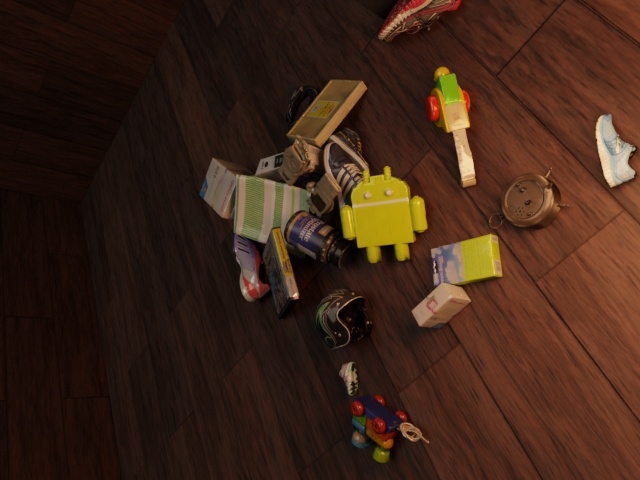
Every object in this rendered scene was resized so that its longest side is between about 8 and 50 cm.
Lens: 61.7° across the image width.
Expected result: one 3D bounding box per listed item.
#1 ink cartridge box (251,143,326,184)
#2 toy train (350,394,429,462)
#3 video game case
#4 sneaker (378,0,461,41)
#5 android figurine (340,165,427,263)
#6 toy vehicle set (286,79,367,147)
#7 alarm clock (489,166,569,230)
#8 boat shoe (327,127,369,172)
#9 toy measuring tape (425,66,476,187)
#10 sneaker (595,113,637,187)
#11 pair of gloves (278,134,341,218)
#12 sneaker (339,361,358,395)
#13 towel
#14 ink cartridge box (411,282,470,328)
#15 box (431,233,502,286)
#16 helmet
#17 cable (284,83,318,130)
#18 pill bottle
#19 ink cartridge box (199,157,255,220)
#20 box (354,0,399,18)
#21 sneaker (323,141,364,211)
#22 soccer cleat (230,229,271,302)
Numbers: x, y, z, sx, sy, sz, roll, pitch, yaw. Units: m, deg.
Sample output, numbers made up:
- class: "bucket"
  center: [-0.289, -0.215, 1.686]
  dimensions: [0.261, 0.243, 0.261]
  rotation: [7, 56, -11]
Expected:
- class: "ink cartridge box"
  center: [-0.093, -0.253, 1.874]
  dimensions: [0.332, 0.165, 0.065]
  rotation: [-8, 75, 46]
- class: "toy train"
  center: [0.179, 0.537, 1.447]
  dimensions: [0.248, 0.105, 0.144]
  rotation: [25, 111, 48]
- class: "video game case"
  center: [-0.140, 0.117, 1.819]
  dimensions: [0.275, 0.035, 0.248]
  rotation: [122, 134, -65]
- class: "sneaker"
  center: [0.282, -0.669, 1.601]
  dimensions: [0.299, 0.112, 0.121]
  rotation: [-14, 45, 59]
- class: "android figurine"
  center: [0.178, -0.072, 1.533]
  dimensions: [0.248, 0.056, 0.273]
  rotation: [-4, 97, 21]
- class: "toy vehicle set"
  center: [0.018, -0.431, 1.801]
  dimensions: [0.166, 0.035, 0.267]
  rotation: [24, 72, 49]
- class: "alarm clock"
  center: [0.481, -0.083, 1.278]
  dimensions: [0.192, 0.064, 0.129]
  rotation: [-37, 56, 41]
- class: "boat shoe"
  center: [0.111, -0.293, 1.734]
  dimensions: [0.183, 0.083, 0.065]
  rotation: [47, 158, 17]
- class: "toy measuring tape"
  center: [0.356, -0.304, 1.452]
  dimensions: [0.121, 0.121, 0.330]
  rotation: [-13, 90, 46]
- class: "sneaker"
  center: [0.634, -0.196, 1.146]
  dimensions: [0.073, 0.063, 0.162]
  rotation: [-12, 76, 28]
- class: "pair of gloves"
  center: [-0.032, -0.195, 1.695]
  dimensions: [0.240, 0.042, 0.204]
  rotation: [50, 150, 12]
- class: "sneaker"
  center: [0.079, 0.421, 1.628]
  dimensions: [0.069, 0.038, 0.098]
  rotation: [-19, 58, 46]
- class: "towel"
  center: [-0.174, -0.091, 1.898]
  dimensions: [0.324, 0.038, 0.248]
  rotation: [18, 115, 28]
- class: "ink cartridge box"
  center: [0.312, 0.170, 1.384]
  dimensions: [0.122, 0.088, 0.052]
  rotation: [-48, 47, 29]
- class: "box"
  center: [0.372, 0.056, 1.378]
  dimensions: [0.178, 0.042, 0.109]
  rotation: [-18, 68, 45]
- class: "helmet"
  center: [0.062, 0.228, 1.595]
  dimensions: [0.169, 0.169, 0.162]
  rotation: [-28, 78, 41]
- class: "cable"
  center: [-0.069, -0.486, 1.998]
  dimensions: [0.150, 0.047, 0.185]
  rotation: [46, 112, 38]
- class: "pill bottle"
  center: [0.000, 0.000, 1.716]
  dimensions: [0.219, 0.122, 0.123]
  rotation: [29, 104, 27]
- class: "ink cartridge box"
  center: [-0.340, -0.196, 2.132]
  dimensions: [0.232, 0.168, 0.171]
  rotation: [41, 112, 45]
- class: "box"
  center: [0.270, -0.998, 1.542]
  dimensions: [0.471, 0.297, 0.480]
  rotation: [-9, 75, 45]
- class: "sneaker"
  center: [0.113, -0.185, 1.650]
  dimensions: [0.153, 0.099, 0.282]
  rotation: [-19, 88, 46]
- class: "soccer cleat"
  center: [-0.260, 0.077, 2.048]
  dimensions: [0.116, 0.108, 0.318]
  rotation: [-27, 58, 18]
